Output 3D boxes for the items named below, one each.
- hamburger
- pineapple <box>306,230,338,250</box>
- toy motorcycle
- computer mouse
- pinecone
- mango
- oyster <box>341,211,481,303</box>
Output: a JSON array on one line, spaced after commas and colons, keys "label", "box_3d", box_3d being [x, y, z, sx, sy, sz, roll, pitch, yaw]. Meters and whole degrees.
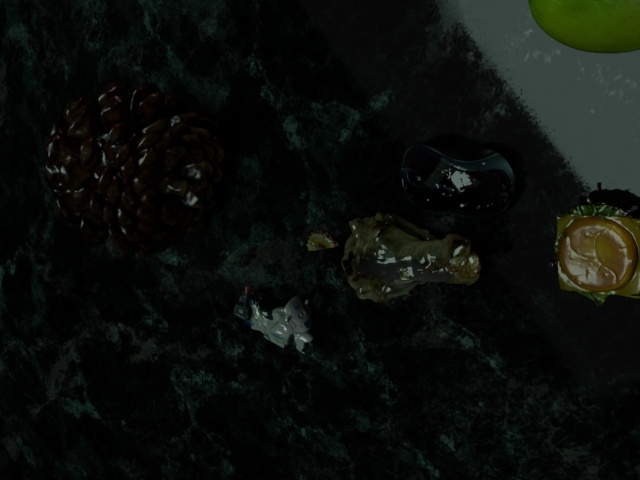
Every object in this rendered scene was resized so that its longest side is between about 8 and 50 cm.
[{"label": "hamburger", "box_3d": [0.488, 0.019, 1.286, 0.164, 0.093, 0.190, 18, 114, 30]}, {"label": "pineapple", "box_3d": [0.000, 0.000, 1.654, 0.083, 0.019, 0.045, -5, 106, 38]}, {"label": "toy motorcycle", "box_3d": [-0.103, 0.178, 1.738, 0.221, 0.102, 0.150, 24, 130, 25]}, {"label": "computer mouse", "box_3d": [0.252, -0.110, 1.399, 0.233, 0.096, 0.137, 12, 113, 29]}, {"label": "pinecone", "box_3d": [-0.429, -0.172, 1.661, 0.397, 0.397, 0.398, 12, 112, 30]}, {"label": "mango", "box_3d": [0.466, -0.379, 1.131, 0.273, 0.149, 0.185, -24, 100, 43]}, {"label": "oyster", "box_3d": [0.175, 0.048, 1.486, 0.337, 0.133, 0.198, 2, 114, 38]}]
